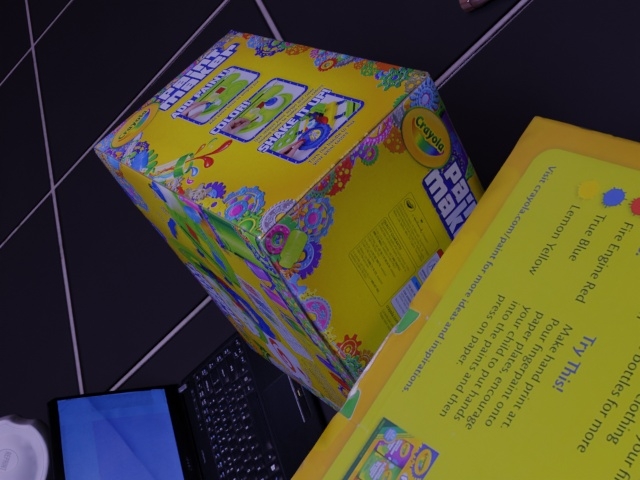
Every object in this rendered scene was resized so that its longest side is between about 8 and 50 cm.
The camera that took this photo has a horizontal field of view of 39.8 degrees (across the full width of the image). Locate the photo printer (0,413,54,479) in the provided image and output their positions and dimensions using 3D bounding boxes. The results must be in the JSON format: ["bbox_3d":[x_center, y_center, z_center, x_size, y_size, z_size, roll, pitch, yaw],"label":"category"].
[{"bbox_3d":[-0.376,0.359,1.019,0.256,0.107,0.308,121,161,-64],"label":"photo printer"}]

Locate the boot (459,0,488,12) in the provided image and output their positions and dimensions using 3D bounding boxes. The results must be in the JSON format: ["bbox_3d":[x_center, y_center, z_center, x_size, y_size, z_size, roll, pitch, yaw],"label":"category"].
[{"bbox_3d":[0.206,-0.315,0.979,0.114,0.037,0.106,-15,70,43],"label":"boot"}]

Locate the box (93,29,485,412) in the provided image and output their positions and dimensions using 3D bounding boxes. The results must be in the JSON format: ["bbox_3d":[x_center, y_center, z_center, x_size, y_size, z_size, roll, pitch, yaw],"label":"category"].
[{"bbox_3d":[0.000,0.000,0.768,0.177,0.290,0.279,-45,39,-16],"label":"box"}]

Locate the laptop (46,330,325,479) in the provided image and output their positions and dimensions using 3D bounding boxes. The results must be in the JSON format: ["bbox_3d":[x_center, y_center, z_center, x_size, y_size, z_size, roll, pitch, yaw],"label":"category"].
[{"bbox_3d":[-0.148,0.201,0.941,0.264,0.136,0.234,-42,44,18],"label":"laptop"}]

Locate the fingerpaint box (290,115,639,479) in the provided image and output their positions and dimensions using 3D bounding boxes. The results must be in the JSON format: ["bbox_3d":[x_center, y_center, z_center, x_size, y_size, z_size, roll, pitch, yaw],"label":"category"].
[{"bbox_3d":[0.191,0.178,0.551,0.371,0.163,0.445,25,77,46],"label":"fingerpaint box"}]
